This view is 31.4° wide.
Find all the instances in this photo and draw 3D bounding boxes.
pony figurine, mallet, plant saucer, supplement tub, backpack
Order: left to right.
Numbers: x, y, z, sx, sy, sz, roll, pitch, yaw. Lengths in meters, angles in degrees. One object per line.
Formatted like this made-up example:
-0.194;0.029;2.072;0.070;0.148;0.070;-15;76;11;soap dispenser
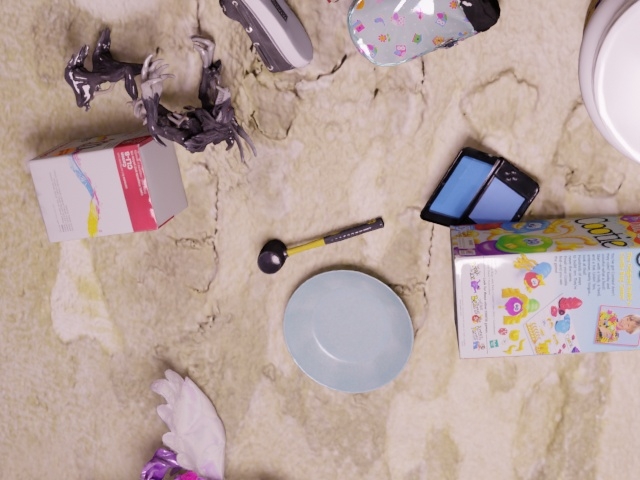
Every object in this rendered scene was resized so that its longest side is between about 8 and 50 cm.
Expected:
-0.191;0.414;1.730;0.363;0.302;0.351;-29;131;18;pony figurine
0.000;0.000;1.642;0.190;0.062;0.039;-19;104;4;mallet
0.043;0.129;1.669;0.195;0.037;0.194;5;109;14;plant saucer
0.121;-0.302;1.460;0.182;0.115;0.152;-22;104;23;backpack
0.417;-0.212;1.296;0.241;0.331;0.241;4;109;13;supplement tub

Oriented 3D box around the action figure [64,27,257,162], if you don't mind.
-0.206;-0.205;1.557;0.276;0.164;0.140;23;117;12;action figure

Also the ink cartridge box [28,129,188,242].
-0.303;-0.081;1.637;0.176;0.128;0.127;-7;106;16;ink cartridge box

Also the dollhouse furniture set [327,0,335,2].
0.010;-0.380;1.423;0.129;0.183;0.129;-39;96;23;dollhouse furniture set

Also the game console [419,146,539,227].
0.215;-0.051;1.541;0.107;0.071;0.122;39;115;17;game console

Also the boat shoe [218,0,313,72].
-0.096;-0.316;1.514;0.076;0.080;0.228;-19;128;28;boat shoe

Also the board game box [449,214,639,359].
0.313;0.057;1.495;0.275;0.142;0.144;-3;108;5;board game box
